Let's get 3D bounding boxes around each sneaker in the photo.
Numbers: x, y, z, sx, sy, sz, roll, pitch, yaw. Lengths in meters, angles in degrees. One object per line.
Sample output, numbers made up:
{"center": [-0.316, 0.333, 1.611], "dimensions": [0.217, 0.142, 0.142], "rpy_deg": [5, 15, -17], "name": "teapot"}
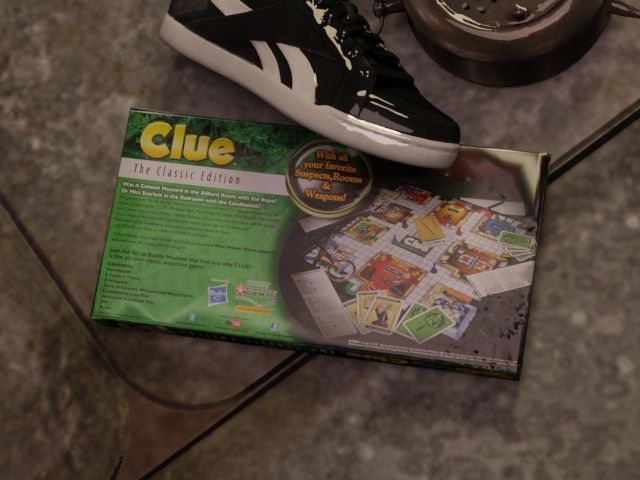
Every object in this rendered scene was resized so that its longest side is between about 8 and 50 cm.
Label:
{"center": [0.004, -0.133, 1.102], "dimensions": [0.217, 0.079, 0.121], "rpy_deg": [29, 105, 29], "name": "sneaker"}

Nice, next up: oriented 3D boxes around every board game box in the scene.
{"center": [0.000, 0.000, 1.131], "dimensions": [0.259, 0.030, 0.136], "rpy_deg": [8, 80, 11], "name": "board game box"}

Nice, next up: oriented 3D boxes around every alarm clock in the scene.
{"center": [0.092, -0.156, 1.140], "dimensions": [0.192, 0.064, 0.129], "rpy_deg": [-17, 74, 8], "name": "alarm clock"}
